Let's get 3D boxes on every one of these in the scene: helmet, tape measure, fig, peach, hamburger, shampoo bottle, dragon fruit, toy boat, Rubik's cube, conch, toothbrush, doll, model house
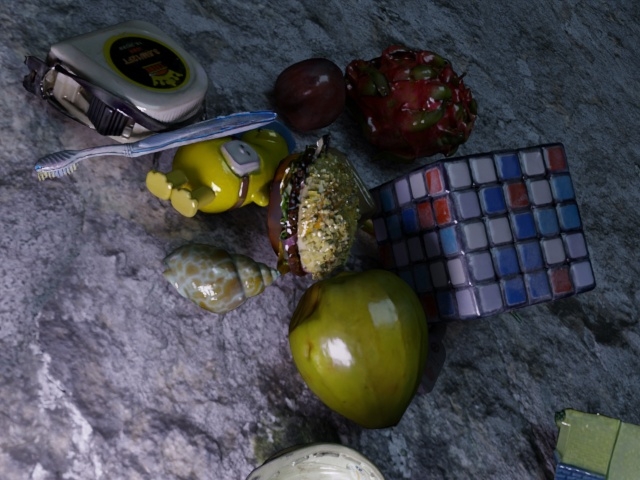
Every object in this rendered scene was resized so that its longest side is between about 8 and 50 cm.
[{"bbox_3d":[-0.038,0.381,1.314,0.257,0.137,0.204,8,95,-27],"label":"helmet"},{"bbox_3d":[-0.330,-0.247,1.503,0.231,0.133,0.271,43,38,11],"label":"tape measure"},{"bbox_3d":[0.071,0.183,1.468,0.239,0.239,0.271,-12,79,-44],"label":"fig"},{"bbox_3d":[-0.012,-0.307,1.809,0.152,0.152,0.152,22,50,-28],"label":"peach"},{"bbox_3d":[-0.005,-0.056,1.547,0.243,0.138,0.262,-54,144,-66],"label":"hamburger"},{"bbox_3d":[0.207,0.218,1.703,0.080,0.040,0.165,42,44,-7],"label":"shampoo bottle"},{"bbox_3d":[0.190,-0.298,1.910,0.302,0.237,0.231,28,33,4],"label":"dragon fruit"},{"bbox_3d":[0.017,-0.103,1.705,0.188,0.116,0.061,56,36,7],"label":"toy boat"},{"bbox_3d":[0.295,-0.005,1.667,0.293,0.292,0.287,-11,86,-25],"label":"Rubik's cube"},{"bbox_3d":[-0.174,0.059,1.450,0.173,0.106,0.116,35,24,4],"label":"conch"},{"bbox_3d":[-0.261,-0.164,1.448,0.413,0.042,0.035,-16,61,-19],"label":"toothbrush"},{"bbox_3d":[-0.149,-0.127,1.565,0.199,0.145,0.363,37,36,15],"label":"doll"},{"bbox_3d":[0.554,0.461,1.741,0.214,0.195,0.189,11,63,19],"label":"model house"}]

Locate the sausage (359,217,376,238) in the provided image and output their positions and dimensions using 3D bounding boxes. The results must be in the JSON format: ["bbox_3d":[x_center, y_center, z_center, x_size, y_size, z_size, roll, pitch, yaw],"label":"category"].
[{"bbox_3d":[0.178,-0.008,1.810,0.371,0.082,0.082,29,47,-21],"label":"sausage"}]

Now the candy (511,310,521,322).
[{"bbox_3d":[0.387,0.112,1.938,0.185,0.049,0.055,50,49,-13],"label":"candy"}]
